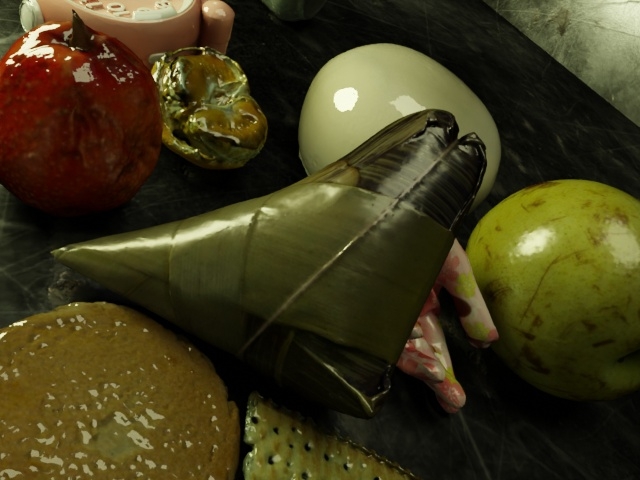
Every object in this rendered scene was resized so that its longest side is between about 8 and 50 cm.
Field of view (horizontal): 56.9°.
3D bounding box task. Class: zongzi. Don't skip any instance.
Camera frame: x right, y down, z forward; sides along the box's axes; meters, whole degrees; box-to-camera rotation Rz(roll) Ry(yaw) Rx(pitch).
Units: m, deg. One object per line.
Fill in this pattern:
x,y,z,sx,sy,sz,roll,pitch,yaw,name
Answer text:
-0.036,-0.031,0.542,0.317,0.154,0.289,28,78,-5,zongzi

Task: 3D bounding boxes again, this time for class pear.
0.320,0.057,0.749,0.283,0.283,0.283,22,37,-18,pear

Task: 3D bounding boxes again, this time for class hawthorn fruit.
-0.232,-0.110,0.573,0.173,0.179,0.173,42,11,-10,hawthorn fruit

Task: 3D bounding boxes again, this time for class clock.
-0.278,-0.301,0.801,0.241,0.142,0.227,-24,64,-40,clock

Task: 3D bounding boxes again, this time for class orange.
-0.149,-0.159,0.749,0.160,0.112,0.170,29,58,-27,orange

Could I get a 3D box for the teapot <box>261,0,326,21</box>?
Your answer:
-0.124,-0.633,1.235,0.344,0.253,0.300,32,2,4,teapot

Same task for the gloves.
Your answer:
0.108,0.076,0.676,0.145,0.126,0.241,-12,93,-43,gloves

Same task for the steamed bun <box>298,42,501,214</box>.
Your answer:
0.127,-0.167,0.899,0.324,0.206,0.324,21,39,-18,steamed bun

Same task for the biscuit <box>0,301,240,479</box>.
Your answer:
-0.161,0.141,0.445,0.226,0.042,0.226,24,34,-18,biscuit

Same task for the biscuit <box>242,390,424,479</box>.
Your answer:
0.016,0.225,0.494,0.203,0.016,0.144,31,35,-18,biscuit
